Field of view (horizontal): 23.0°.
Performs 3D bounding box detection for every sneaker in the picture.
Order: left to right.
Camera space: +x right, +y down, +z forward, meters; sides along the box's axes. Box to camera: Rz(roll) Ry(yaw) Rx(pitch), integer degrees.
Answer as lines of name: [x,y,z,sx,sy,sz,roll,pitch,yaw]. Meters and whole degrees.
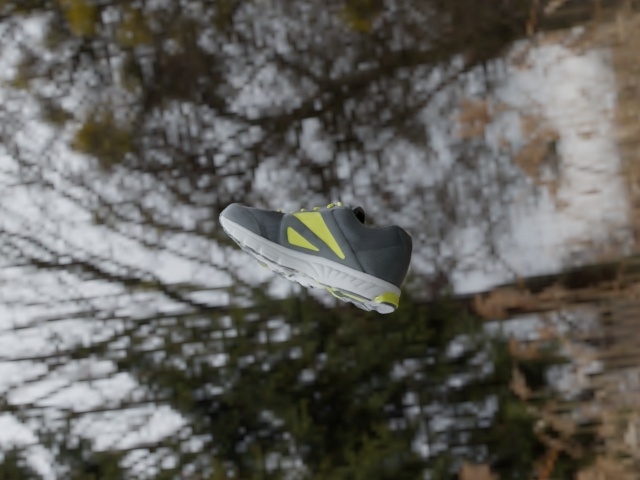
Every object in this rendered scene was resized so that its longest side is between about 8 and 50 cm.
sneaker: [0.000,0.000,0.610,0.035,0.083,0.031,-62,-24,-10]
